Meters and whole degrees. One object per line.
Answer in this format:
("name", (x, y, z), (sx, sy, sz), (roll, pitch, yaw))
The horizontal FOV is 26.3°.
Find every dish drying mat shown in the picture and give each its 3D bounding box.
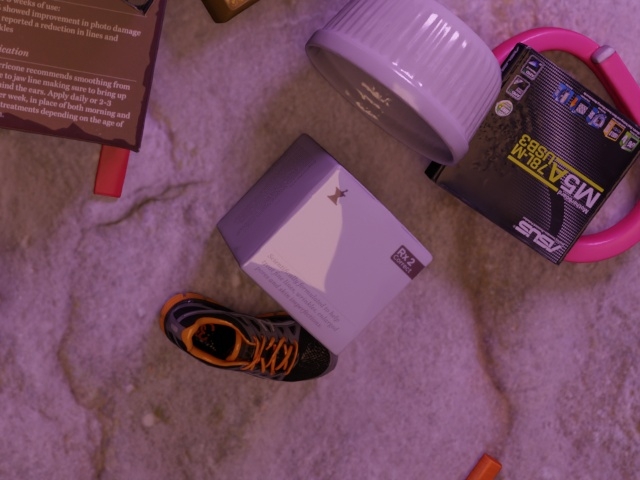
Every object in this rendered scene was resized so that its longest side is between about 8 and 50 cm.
("dish drying mat", (-0.229, -0.090, 1.514), (0.032, 0.008, 0.083), (10, 102, -15))

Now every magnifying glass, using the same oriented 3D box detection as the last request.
("magnifying glass", (0.149, 0.366, 1.715), (0.092, 0.026, 0.231), (33, 98, -18))

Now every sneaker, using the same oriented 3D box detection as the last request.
("sneaker", (-0.078, 0.122, 1.566), (0.215, 0.083, 0.084), (13, 101, -16))

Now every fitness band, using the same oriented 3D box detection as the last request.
("fitness band", (0.288, -0.108, 1.596), (0.209, 0.054, 0.291), (-36, 108, 0))

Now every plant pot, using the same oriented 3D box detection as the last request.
("plant pot", (-0.093, -0.280, 1.450), (0.081, 0.083, 0.081), (-33, 109, -1))

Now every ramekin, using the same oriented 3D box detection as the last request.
("ramekin", (0.097, -0.184, 1.459), (0.207, 0.207, 0.109), (40, 86, -19))

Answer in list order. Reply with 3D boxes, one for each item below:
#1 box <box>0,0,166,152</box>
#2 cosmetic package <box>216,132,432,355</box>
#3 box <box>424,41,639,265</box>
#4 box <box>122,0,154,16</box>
("box", (-0.246, -0.298, 1.383), (0.191, 0.143, 0.381), (9, 104, -13))
("cosmetic package", (0.000, 0.000, 1.495), (0.151, 0.184, 0.151), (-46, 109, 3))
("box", (0.246, -0.096, 1.545), (0.190, 0.045, 0.184), (34, 96, -16))
("box", (-0.230, -0.400, 1.250), (0.322, 0.079, 0.257), (32, 94, -16))
